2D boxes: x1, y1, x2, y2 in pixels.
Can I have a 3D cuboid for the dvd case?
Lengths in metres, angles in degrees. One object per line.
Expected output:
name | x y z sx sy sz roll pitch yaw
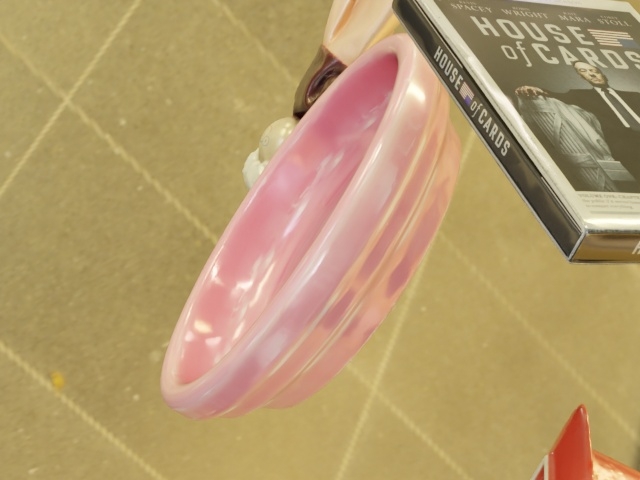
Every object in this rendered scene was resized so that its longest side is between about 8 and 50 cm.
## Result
dvd case | 0.165 -0.074 0.776 0.179 0.029 0.238 0 42 -27

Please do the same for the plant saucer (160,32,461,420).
plant saucer | 0.000 0.000 1.007 0.084 0.332 0.332 32 50 -14

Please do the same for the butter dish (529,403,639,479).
butter dish | 0.173 0.210 0.796 0.118 0.160 0.160 15 43 -3

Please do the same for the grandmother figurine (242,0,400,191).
grandmother figurine | 0.024 -0.188 1.373 0.104 0.342 0.208 29 9 -4
